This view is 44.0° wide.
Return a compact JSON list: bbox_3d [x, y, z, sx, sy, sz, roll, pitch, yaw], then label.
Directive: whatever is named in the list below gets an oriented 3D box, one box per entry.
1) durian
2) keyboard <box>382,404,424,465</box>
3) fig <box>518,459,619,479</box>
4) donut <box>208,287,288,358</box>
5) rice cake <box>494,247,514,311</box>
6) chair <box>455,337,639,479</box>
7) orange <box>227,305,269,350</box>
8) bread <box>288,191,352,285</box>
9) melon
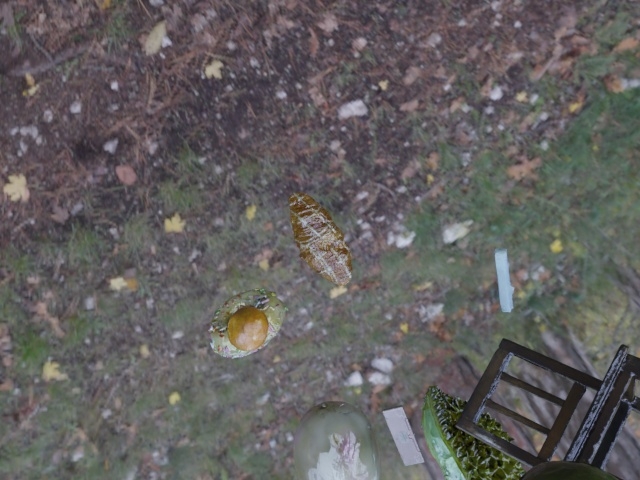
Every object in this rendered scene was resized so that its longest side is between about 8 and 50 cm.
[{"bbox_3d":[0.378,0.532,1.967,0.163,0.394,0.198,-27,168,-22],"label":"durian"},{"bbox_3d":[0.201,0.467,1.899,0.055,0.017,0.166,-17,109,17],"label":"keyboard"},{"bbox_3d":[0.309,0.361,0.870,0.195,0.244,0.195,-34,135,-43],"label":"fig"},{"bbox_3d":[-0.152,0.162,1.604,0.174,0.174,0.068,-29,117,0],"label":"donut"},{"bbox_3d":[0.474,0.102,2.030,0.042,0.030,0.180,-4,115,18],"label":"rice cake"},{"bbox_3d":[0.400,0.267,1.150,0.203,0.416,0.240,-60,150,-12],"label":"chair"},{"bbox_3d":[-0.129,0.159,1.422,0.070,0.083,0.083,13,118,-24],"label":"orange"},{"bbox_3d":[0.000,0.000,1.693,0.105,0.076,0.233,-32,98,-17],"label":"bread"},{"bbox_3d":[0.043,0.557,2.017,0.223,0.223,0.317,-12,106,-13],"label":"melon"}]
